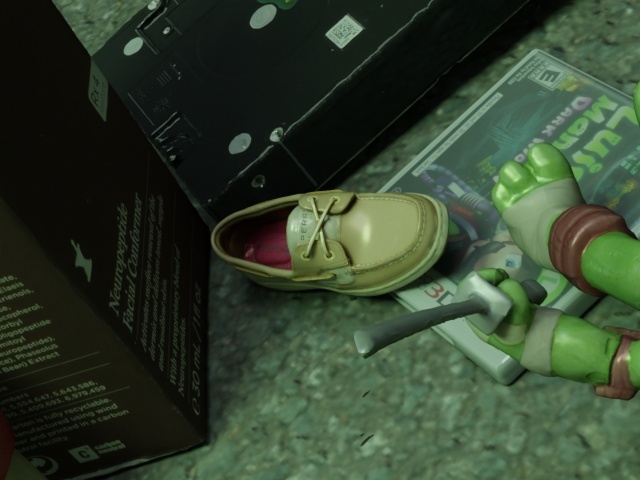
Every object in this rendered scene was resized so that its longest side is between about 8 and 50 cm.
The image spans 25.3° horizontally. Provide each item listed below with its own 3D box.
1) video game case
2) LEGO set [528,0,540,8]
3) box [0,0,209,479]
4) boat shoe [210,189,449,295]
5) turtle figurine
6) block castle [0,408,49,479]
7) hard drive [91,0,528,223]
[{"bbox_3d":[0.122,-0.023,0.867,0.190,0.022,0.173,-42,44,-9],"label":"video game case"},{"bbox_3d":[0.146,-0.193,1.010,0.054,0.023,0.083,-20,58,18],"label":"LEGO set"},{"bbox_3d":[-0.202,-0.043,0.815,0.143,0.381,0.191,-18,45,16],"label":"box"},{"bbox_3d":[0.000,0.000,0.866,0.170,0.059,0.063,-11,68,43],"label":"boat shoe"},{"bbox_3d":[0.158,-0.024,0.659,0.198,0.275,0.266,-62,16,14],"label":"turtle figurine"},{"bbox_3d":[-0.246,0.293,0.668,0.303,0.213,0.453,-29,43,6],"label":"block castle"},{"bbox_3d":[0.012,-0.175,1.016,0.339,0.064,0.237,-43,43,0],"label":"hard drive"}]
